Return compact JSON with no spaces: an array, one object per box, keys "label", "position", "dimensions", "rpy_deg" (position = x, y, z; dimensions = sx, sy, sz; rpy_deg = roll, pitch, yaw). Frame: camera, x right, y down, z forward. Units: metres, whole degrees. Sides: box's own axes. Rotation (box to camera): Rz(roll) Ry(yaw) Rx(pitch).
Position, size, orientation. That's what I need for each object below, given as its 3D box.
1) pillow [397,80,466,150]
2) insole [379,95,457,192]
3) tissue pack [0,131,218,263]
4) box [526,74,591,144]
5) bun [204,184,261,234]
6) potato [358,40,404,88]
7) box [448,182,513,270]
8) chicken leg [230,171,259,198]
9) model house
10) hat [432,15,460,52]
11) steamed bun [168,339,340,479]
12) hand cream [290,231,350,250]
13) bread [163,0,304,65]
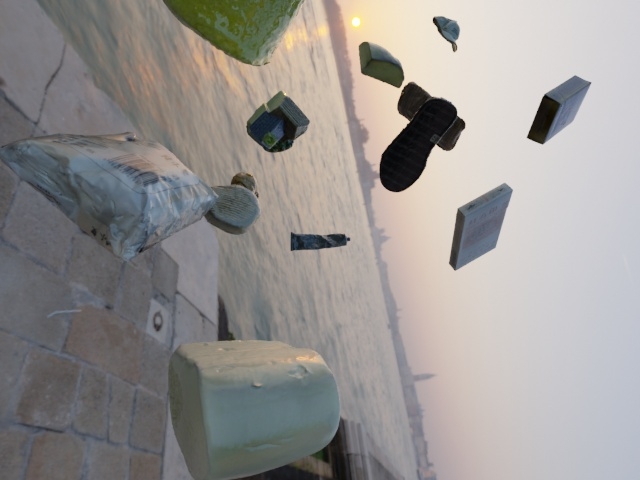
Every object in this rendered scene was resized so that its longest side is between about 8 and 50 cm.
[{"label":"pillow","position":[0.302,-0.344,1.211],"dimensions":[0.211,0.034,0.135],"rpy_deg":[42,-20,14]},{"label":"insole","position":[0.210,-0.203,0.981],"dimensions":[0.012,0.110,0.309],"rpy_deg":[-65,-176,-31]},{"label":"tissue pack","position":[-0.476,-0.147,1.053],"dimensions":[0.375,0.195,0.390],"rpy_deg":[37,25,6]},{"label":"box","position":[0.805,-0.442,1.468],"dimensions":[0.071,0.240,0.159],"rpy_deg":[38,-36,29]},{"label":"bun","position":[-0.272,-0.087,1.301],"dimensions":[0.166,0.173,0.113],"rpy_deg":[-46,171,-37]},{"label":"potato","position":[0.191,-0.540,1.290],"dimensions":[0.081,0.149,0.120],"rpy_deg":[-38,-132,52]},{"label":"box","position":[0.583,-0.039,1.609],"dimensions":[0.051,0.204,0.365],"rpy_deg":[57,-10,35]},{"label":"chicken leg","position":[-0.260,-0.172,1.534],"dimensions":[0.207,0.085,0.101],"rpy_deg":[70,39,-80]},{"label":"model house","position":[-0.151,-0.408,1.589],"dimensions":[0.195,0.214,0.189],"rpy_deg":[49,6,-23]},{"label":"hat","position":[0.534,-0.865,1.802],"dimensions":[0.122,0.081,0.166],"rpy_deg":[29,44,-39]},{"label":"steamed bun","position":[-0.178,0.414,1.090],"dimensions":[0.456,0.371,0.290],"rpy_deg":[174,-83,-64]},{"label":"hand cream","position":[0.000,-0.001,1.783],"dimensions":[0.052,0.247,0.075],"rpy_deg":[103,-15,-67]},{"label":"bread","position":[-0.202,-0.641,1.057],"dimensions":[0.348,0.308,0.348],"rpy_deg":[33,26,-18]}]
